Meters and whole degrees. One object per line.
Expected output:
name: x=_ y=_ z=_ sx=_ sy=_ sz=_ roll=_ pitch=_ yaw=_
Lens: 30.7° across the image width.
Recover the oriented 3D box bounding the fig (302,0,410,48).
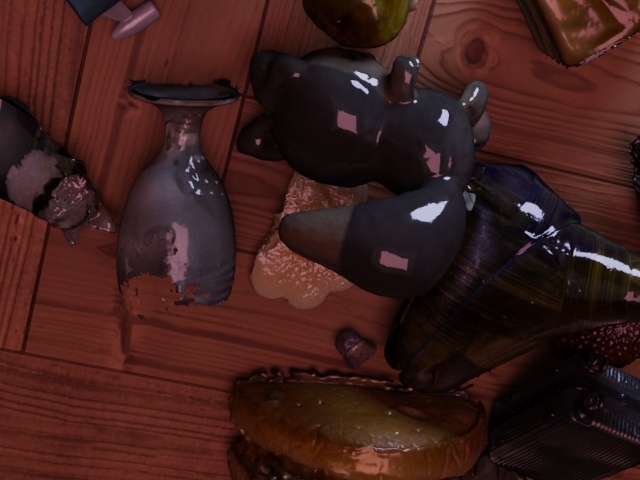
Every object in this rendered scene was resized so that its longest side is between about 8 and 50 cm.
fig: x=0.064 y=-0.357 z=1.680 sx=0.144 sy=0.154 sz=0.165 roll=17 pitch=116 yaw=-46

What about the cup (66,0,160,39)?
cup: x=-0.311 y=-0.418 z=1.643 sx=0.173 sy=0.167 sz=0.299 roll=-38 pitch=136 yaw=-4

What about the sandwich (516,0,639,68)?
sandwich: x=0.409 y=-0.404 z=1.740 sx=0.227 sy=0.155 sz=0.198 roll=-30 pitch=110 yaw=3

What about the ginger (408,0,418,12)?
ginger: x=0.095 y=-0.434 z=1.743 sx=0.149 sy=0.065 sz=0.258 roll=16 pitch=115 yaw=-1

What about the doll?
doll: x=0.044 y=-0.128 z=1.682 sx=0.382 sy=0.378 sz=0.252 roll=10 pitch=131 yaw=7

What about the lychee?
lychee: x=0.466 y=0.130 z=1.925 sx=0.194 sy=0.194 sz=0.194 roll=-2 pitch=109 yaw=-7

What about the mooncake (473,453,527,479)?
mooncake: x=0.303 y=0.445 z=2.044 sx=0.130 sy=0.125 sz=0.073 roll=-39 pitch=144 yaw=7

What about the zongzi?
zongzi: x=0.332 y=0.141 z=1.802 sx=0.208 sy=0.432 sz=0.403 roll=0 pitch=122 yaw=-55

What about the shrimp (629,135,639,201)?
shrimp: x=0.554 y=0.014 z=1.875 sx=0.071 sy=0.233 sz=0.365 roll=-10 pitch=115 yaw=29

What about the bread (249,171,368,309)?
bread: x=0.000 y=0.000 z=1.887 sx=0.182 sy=0.039 sz=0.251 roll=21 pitch=104 yaw=-13

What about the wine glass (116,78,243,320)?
wine glass: x=-0.212 y=-0.065 z=1.762 sx=0.190 sy=0.190 sz=0.357 roll=4 pitch=104 yaw=-9

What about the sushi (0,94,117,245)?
sushi: x=-0.420 y=-0.107 z=1.772 sx=0.273 sy=0.109 sz=0.134 roll=36 pitch=97 yaw=-32

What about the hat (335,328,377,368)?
hat: x=0.054 y=0.178 z=1.960 sx=0.058 sy=0.042 sz=0.087 roll=-41 pitch=143 yaw=10

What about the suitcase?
suitcase: x=0.427 y=0.303 z=1.926 sx=0.202 sy=0.128 sz=0.312 roll=23 pitch=146 yaw=-15

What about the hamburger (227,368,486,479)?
hamburger: x=0.061 y=0.389 z=1.903 sx=0.445 sy=0.287 sz=0.268 roll=7 pitch=110 yaw=-8
